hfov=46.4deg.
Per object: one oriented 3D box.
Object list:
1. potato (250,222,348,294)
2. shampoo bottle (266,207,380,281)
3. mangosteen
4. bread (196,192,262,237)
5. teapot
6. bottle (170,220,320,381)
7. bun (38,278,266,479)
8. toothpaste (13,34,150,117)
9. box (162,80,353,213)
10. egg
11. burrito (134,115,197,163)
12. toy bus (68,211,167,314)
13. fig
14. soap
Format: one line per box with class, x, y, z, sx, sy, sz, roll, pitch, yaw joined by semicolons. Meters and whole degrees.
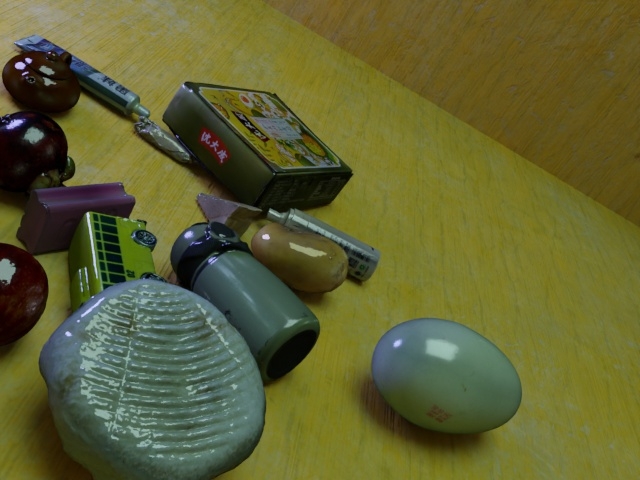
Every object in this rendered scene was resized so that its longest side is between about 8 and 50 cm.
potato;-0.049;0.041;1.717;0.234;0.146;0.150;17;-14;-5
shampoo bottle;0.000;0.000;1.878;0.303;0.092;0.092;27;29;-11
mangosteen;-0.572;-0.159;1.480;0.200;0.200;0.199;25;30;-16
bread;-0.220;-0.086;1.770;0.077;0.105;0.152;11;36;-47
teapot;-0.648;-0.399;1.782;0.178;0.135;0.252;32;29;-12
bottle;-0.163;0.106;1.476;0.347;0.168;0.168;45;31;25
bun;-0.257;0.227;1.140;0.355;0.194;0.354;23;46;-25
toothpaste;-0.607;-0.426;1.937;0.392;0.061;0.098;32;32;2
box;-0.158;-0.252;2.011;0.373;0.138;0.420;47;25;18
egg;0.273;0.290;1.570;0.371;0.230;0.230;23;30;-27
burrito;-0.395;-0.252;1.906;0.188;0.045;0.058;35;44;-3
toy bus;-0.372;0.077;1.344;0.150;0.128;0.262;13;33;-32
fig;-0.517;0.106;1.139;0.175;0.175;0.207;23;45;-19
soap;-0.468;-0.046;1.439;0.065;0.122;0.203;46;32;22
